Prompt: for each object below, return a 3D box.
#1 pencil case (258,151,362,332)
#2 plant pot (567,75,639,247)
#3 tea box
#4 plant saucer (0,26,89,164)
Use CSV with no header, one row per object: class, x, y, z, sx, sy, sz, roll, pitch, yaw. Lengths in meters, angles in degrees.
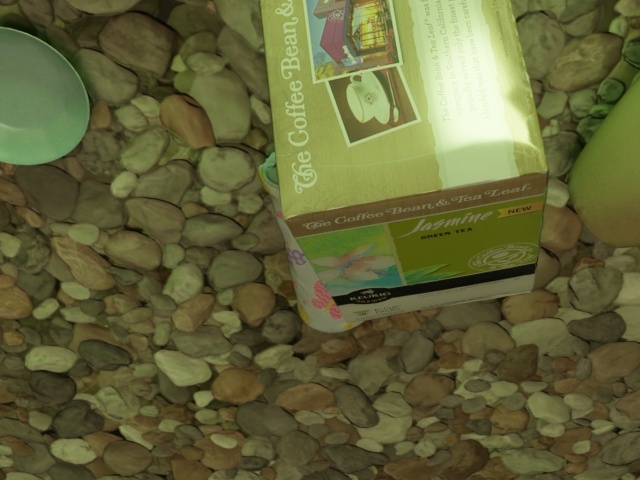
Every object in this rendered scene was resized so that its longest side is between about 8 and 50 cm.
pencil case,0.000,0.000,1.164,0.124,0.113,0.273,-3,129,16
plant pot,0.436,-0.105,1.011,0.257,0.256,0.274,28,140,-20
tea box,0.082,-0.128,0.855,0.220,0.328,0.323,-10,159,9
plant saucer,-0.382,-0.184,1.069,0.195,0.037,0.194,0,130,0
